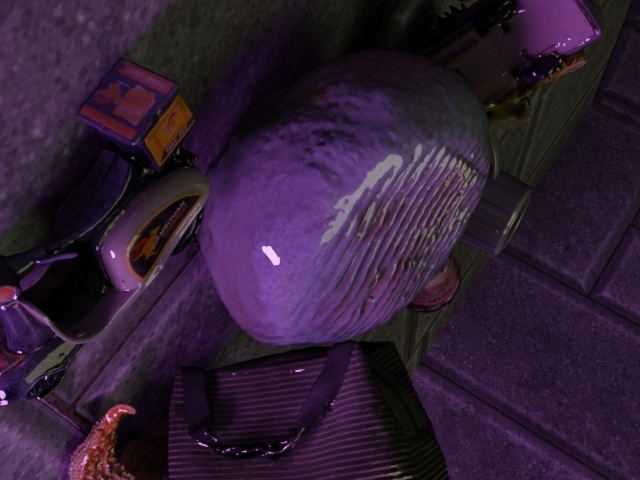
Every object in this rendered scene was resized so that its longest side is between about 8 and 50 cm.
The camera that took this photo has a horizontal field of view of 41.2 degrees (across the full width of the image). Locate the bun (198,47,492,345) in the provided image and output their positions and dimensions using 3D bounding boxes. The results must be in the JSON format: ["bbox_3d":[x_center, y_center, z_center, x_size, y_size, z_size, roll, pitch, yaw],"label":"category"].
[{"bbox_3d":[0.021,-0.046,0.909,0.361,0.211,0.362,-34,146,-27],"label":"bun"}]

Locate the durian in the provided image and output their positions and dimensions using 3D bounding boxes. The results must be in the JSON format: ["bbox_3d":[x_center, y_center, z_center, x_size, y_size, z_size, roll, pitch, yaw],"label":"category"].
[{"bbox_3d":[0.219,-0.224,1.174,0.306,0.166,0.172,6,-105,62],"label":"durian"}]

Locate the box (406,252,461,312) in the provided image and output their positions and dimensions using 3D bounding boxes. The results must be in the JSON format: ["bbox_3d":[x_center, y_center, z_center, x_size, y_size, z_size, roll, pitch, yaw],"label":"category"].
[{"bbox_3d":[0.215,0.056,1.774,0.151,0.151,0.135,-53,154,-19],"label":"box"}]

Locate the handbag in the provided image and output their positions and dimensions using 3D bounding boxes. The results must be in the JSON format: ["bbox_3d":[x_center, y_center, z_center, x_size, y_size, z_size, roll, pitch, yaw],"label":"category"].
[{"bbox_3d":[-0.027,0.251,1.035,0.247,0.340,0.240,16,63,-74],"label":"handbag"}]

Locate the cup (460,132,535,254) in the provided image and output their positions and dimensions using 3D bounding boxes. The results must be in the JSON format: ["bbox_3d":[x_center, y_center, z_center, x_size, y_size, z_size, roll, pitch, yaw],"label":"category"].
[{"bbox_3d":[0.283,-0.090,1.613,0.167,0.202,0.221,-56,164,-17],"label":"cup"}]

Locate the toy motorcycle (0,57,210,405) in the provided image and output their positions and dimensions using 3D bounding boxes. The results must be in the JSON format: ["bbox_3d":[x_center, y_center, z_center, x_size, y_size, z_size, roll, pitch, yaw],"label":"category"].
[{"bbox_3d":[-0.186,0.006,0.661,0.263,0.090,0.157,-56,155,-17],"label":"toy motorcycle"}]

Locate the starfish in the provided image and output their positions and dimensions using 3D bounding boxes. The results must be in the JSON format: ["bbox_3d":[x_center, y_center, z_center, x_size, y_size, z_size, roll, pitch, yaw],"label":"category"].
[{"bbox_3d":[-0.242,0.329,1.036,0.302,0.084,0.293,-65,163,-3],"label":"starfish"}]

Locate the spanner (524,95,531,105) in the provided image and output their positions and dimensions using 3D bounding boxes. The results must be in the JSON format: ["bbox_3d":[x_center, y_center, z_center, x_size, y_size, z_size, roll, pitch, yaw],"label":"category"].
[{"bbox_3d":[0.225,-0.205,1.290,0.054,0.254,0.015,-38,115,-15],"label":"spanner"}]

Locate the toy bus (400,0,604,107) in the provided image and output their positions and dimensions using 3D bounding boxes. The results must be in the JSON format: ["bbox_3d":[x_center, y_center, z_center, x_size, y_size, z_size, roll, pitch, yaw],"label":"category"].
[{"bbox_3d":[0.174,-0.216,0.993,0.316,0.112,0.138,-26,-154,38],"label":"toy bus"}]
